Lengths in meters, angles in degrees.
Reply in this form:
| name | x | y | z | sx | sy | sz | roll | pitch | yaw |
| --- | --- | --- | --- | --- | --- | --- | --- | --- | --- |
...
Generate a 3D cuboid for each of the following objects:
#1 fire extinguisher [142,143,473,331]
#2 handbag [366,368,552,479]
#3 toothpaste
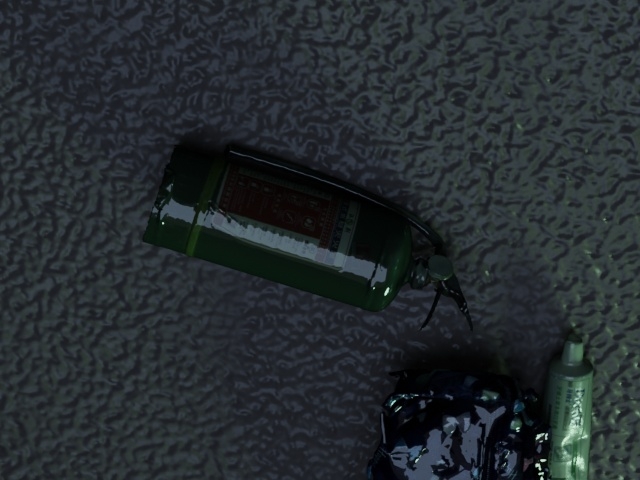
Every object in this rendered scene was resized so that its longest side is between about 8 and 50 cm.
| name | x | y | z | sx | sy | sz | roll | pitch | yaw |
| --- | --- | --- | --- | --- | --- | --- | --- | --- | --- |
| fire extinguisher | 0.000 | 0.000 | 1.601 | 0.294 | 0.118 | 0.093 | 17 | 147 | -1 |
| handbag | 0.123 | 0.231 | 1.667 | 0.162 | 0.113 | 0.260 | 8 | 115 | 13 |
| toothpaste | 0.220 | 0.184 | 1.680 | 0.064 | 0.041 | 0.218 | 4 | 116 | 4 |
